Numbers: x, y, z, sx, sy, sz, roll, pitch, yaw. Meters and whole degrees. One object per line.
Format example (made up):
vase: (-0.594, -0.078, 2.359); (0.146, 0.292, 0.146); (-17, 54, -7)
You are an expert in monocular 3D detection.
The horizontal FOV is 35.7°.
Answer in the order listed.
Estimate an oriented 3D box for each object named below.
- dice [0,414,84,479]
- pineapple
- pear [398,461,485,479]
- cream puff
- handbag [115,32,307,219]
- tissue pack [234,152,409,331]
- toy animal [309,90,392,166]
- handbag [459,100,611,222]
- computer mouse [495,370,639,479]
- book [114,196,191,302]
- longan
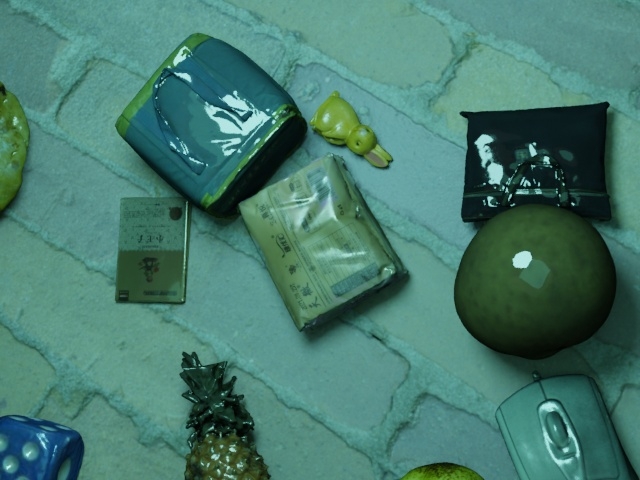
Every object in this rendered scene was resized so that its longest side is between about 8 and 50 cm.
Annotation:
dice: (-0.514, 0.392, 1.771); (0.146, 0.146, 0.143); (11, 82, 13)
pineapple: (-0.173, 0.345, 1.717); (0.169, 0.169, 0.340); (-16, 68, 9)
pear: (0.198, 0.461, 1.596); (0.197, 0.197, 0.197); (-2, 81, 12)
cream puff: (-0.727, -0.173, 1.864); (0.257, 0.291, 0.324); (-18, 93, 39)
handbag: (-0.186, -0.201, 1.756); (0.241, 0.222, 0.263); (44, 93, 10)
tissue pack: (0.000, 0.000, 1.735); (0.215, 0.123, 0.256); (-30, 76, 8)
toy animal: (0.064, -0.192, 1.780); (0.159, 0.070, 0.083); (37, 89, 10)
handbag: (0.366, -0.130, 1.694); (0.254, 0.088, 0.211); (-2, 76, 13)
computer mouse: (0.412, 0.382, 1.596); (0.188, 0.122, 0.370); (-22, 75, 7)
book: (-0.312, 0.016, 1.852); (0.139, 0.016, 0.198); (0, 82, 12)
longan: (0.343, 0.068, 1.590); (0.258, 0.258, 0.258); (-2, 81, 12)
